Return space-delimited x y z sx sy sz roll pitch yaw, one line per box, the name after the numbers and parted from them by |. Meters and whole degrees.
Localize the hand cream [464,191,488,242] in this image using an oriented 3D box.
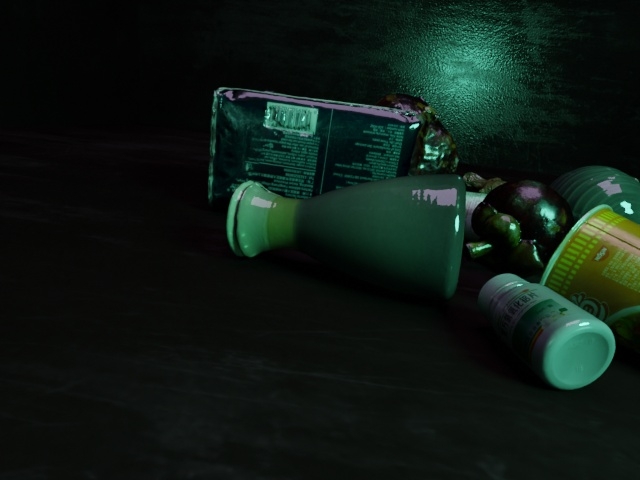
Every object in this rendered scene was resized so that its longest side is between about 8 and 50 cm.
0.324 -0.056 0.888 0.306 0.147 0.093 13 -25 27 | hand cream

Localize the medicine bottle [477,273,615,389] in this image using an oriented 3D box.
0.233 0.090 0.443 0.081 0.080 0.130 3 18 -12 | medicine bottle

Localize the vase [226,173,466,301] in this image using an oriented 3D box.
0.034 -0.014 0.592 0.322 0.173 0.173 5 17 16 | vase

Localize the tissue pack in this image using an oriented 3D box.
-0.014 -0.187 0.915 0.417 0.263 0.253 7 17 1 | tissue pack

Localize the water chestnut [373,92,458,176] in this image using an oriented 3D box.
0.242 -0.263 1.285 0.335 0.347 0.335 37 31 -27 | water chestnut

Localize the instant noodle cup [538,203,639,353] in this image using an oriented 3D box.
0.386 0.068 0.479 0.169 0.168 0.185 -6 29 -36 | instant noodle cup

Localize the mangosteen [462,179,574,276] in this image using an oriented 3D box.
0.359 -0.017 0.733 0.173 0.183 0.172 19 -25 9 | mangosteen

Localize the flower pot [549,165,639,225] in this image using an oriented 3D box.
0.580 -0.063 0.861 0.157 0.189 0.243 -33 15 17 | flower pot

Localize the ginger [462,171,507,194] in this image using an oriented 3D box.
0.611 -0.181 1.458 0.122 0.084 0.290 -18 25 -4 | ginger
